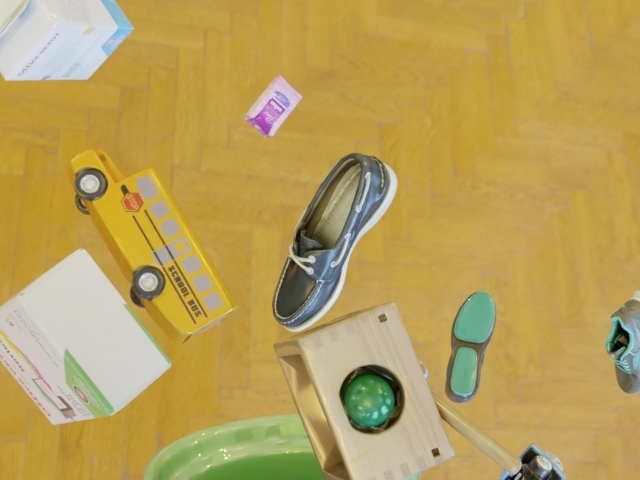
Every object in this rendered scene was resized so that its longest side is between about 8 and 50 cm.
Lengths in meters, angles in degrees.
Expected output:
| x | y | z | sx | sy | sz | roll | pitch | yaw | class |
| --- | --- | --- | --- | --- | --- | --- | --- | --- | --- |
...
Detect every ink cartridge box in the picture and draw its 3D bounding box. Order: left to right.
| x | y | z | sx | sy | sz | roll | pitch | yaw | class |
| --- | --- | --- | --- | --- | --- | --- | --- | --- | --- |
| -0.291 | -0.231 | 0.983 | 0.090 | 0.092 | 0.143 | 56 | 27 | 8 | ink cartridge box |
| -0.360 | 0.147 | 1.323 | 0.117 | 0.278 | 0.201 | -41 | 100 | -32 | ink cartridge box |

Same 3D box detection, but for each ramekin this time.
| x | y | z | sx | sy | sz | roll | pitch | yaw | class |
| --- | --- | --- | --- | --- | --- | --- | --- | --- | --- |
| -0.036 | 0.308 | 1.026 | 0.303 | 0.303 | 0.148 | -6 | 97 | -19 | ramekin |

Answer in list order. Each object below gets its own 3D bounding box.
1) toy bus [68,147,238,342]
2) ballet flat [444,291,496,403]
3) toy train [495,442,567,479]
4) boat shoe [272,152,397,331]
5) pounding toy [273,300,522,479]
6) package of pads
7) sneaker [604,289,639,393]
| x | y | z | sx | sy | sz | roll | pitch | yaw | class |
| --- | --- | --- | --- | --- | --- | --- | --- | --- | --- |
| -0.274 | 0.002 | 1.482 | 0.130 | 0.108 | 0.333 | -30 | 86 | -18 | toy bus |
| 0.249 | 0.184 | 1.572 | 0.074 | 0.074 | 0.203 | 22 | 62 | -7 | ballet flat |
| 0.265 | 0.357 | 1.282 | 0.080 | 0.184 | 0.105 | 44 | 27 | 24 | toy train |
| 0.000 | 0.000 | 1.422 | 0.114 | 0.091 | 0.303 | 32 | 97 | 35 | boat shoe |
| 0.046 | 0.112 | 0.642 | 0.100 | 0.141 | 0.130 | -21 | 87 | -14 | pounding toy |
| -0.070 | -0.199 | 1.383 | 0.050 | 0.032 | 0.083 | 41 | 79 | -18 | package of pads |
| 0.425 | 0.150 | 1.300 | 0.076 | 0.167 | 0.065 | -24 | 33 | -28 | sneaker |
